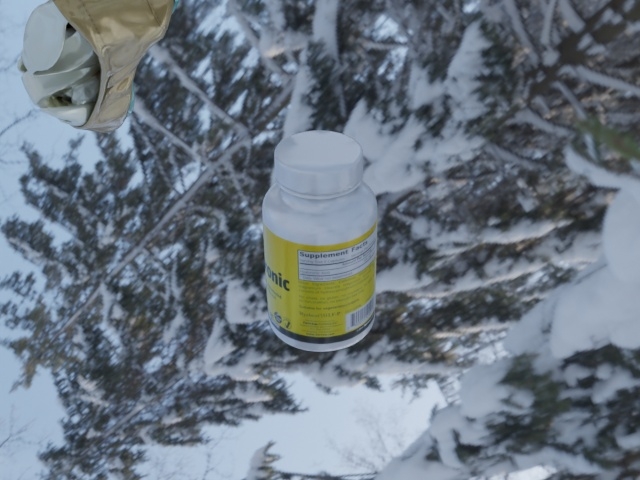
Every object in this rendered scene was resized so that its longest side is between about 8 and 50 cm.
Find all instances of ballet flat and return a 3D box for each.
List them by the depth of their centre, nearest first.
[{"bbox_3d":[-0.148,-0.114,0.556,0.073,0.232,0.080,-30,-92,-25],"label":"ballet flat"}]

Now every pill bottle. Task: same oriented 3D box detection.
[{"bbox_3d":[0.000,0.000,0.523,0.065,0.116,0.065,0,-146,0],"label":"pill bottle"}]
